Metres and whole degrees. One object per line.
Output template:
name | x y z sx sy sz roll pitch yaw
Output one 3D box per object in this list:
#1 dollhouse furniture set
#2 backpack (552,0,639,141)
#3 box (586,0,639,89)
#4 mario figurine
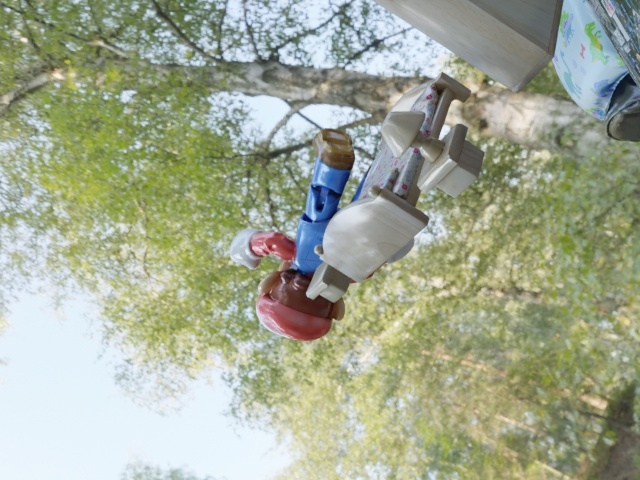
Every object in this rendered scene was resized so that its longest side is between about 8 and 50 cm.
dollhouse furniture set | 0.058 -0.152 0.635 0.355 0.174 0.303 -48 14 53
backpack | 0.429 -0.335 0.852 0.290 0.274 0.355 17 -109 -75
box | 0.326 -0.186 0.558 0.051 0.220 0.175 -29 -8 13
mario figurine | 0.000 0.000 0.862 0.170 0.198 0.320 -11 -45 -48
